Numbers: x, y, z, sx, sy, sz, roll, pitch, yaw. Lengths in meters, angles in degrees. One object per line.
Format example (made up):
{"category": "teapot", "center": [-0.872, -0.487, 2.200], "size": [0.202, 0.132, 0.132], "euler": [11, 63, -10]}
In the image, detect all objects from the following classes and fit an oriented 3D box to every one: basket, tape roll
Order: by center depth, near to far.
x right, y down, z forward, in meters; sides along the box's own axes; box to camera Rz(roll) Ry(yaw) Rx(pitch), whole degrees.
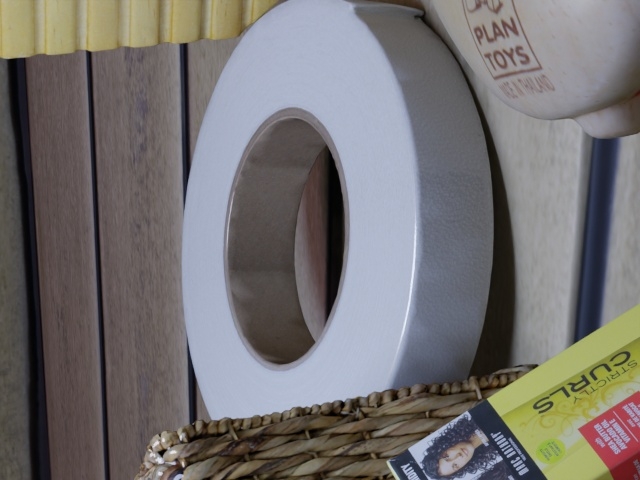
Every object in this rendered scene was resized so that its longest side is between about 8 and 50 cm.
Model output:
{"category": "basket", "center": [0.033, 0.244, 1.105], "size": [0.213, 0.299, 0.223], "euler": [112, 143, -53]}
{"category": "tape roll", "center": [0.000, 0.000, 1.301], "size": [0.392, 0.072, 0.392], "euler": [-9, 79, 60]}

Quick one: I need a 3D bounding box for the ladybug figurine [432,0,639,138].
{"category": "ladybug figurine", "center": [0.136, -0.277, 0.829], "size": [0.305, 0.161, 0.449], "euler": [-178, 81, -70]}

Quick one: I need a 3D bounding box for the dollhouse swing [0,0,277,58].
{"category": "dollhouse swing", "center": [-0.124, -0.272, 1.248], "size": [0.315, 0.346, 0.305], "euler": [-144, 50, -62]}

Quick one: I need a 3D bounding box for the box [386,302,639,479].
{"category": "box", "center": [0.156, 0.092, 0.828], "size": [0.058, 0.232, 0.087], "euler": [62, 177, -39]}
